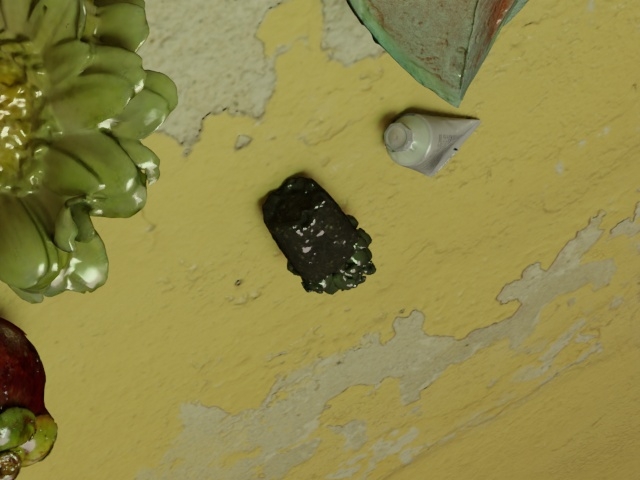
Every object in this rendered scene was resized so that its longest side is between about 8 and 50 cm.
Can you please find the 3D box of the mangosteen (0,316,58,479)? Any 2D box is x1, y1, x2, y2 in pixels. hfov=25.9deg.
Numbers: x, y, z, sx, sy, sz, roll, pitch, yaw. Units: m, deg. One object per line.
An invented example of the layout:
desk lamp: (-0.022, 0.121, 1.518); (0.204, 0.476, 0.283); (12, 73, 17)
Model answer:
mangosteen: (-0.324, 0.156, 1.278); (0.166, 0.180, 0.166); (-30, 152, -18)

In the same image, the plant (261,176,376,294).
plant: (0.000, 0.000, 1.431); (0.092, 0.094, 0.143); (-43, 142, -5)

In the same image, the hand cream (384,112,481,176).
hand cream: (0.109, -0.101, 1.441); (0.084, 0.053, 0.142); (-47, 159, 21)

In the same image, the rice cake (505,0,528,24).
rice cake: (0.214, -0.267, 1.277); (0.033, 0.033, 0.207); (-24, 165, -45)

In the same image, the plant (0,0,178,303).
plant: (-0.242, -0.116, 1.020); (0.297, 0.306, 0.261); (-53, 155, -48)

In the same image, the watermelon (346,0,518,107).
watermelon: (0.109, -0.261, 1.116); (0.224, 0.180, 0.305); (-9, 143, -10)
